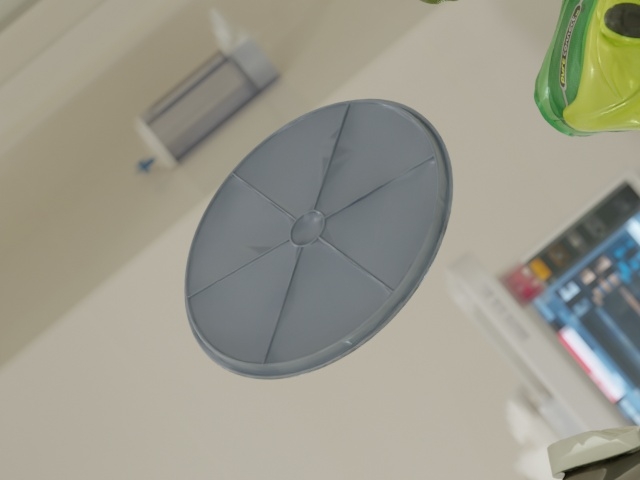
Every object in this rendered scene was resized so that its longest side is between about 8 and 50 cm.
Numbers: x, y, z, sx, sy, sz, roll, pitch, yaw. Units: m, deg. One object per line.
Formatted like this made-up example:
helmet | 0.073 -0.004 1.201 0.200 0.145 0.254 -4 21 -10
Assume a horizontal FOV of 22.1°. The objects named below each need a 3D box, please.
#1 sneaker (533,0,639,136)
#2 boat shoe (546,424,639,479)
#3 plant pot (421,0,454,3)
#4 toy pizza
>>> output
sneaker | 0.190 -0.171 0.858 0.109 0.295 0.123 43 151 -15
boat shoe | 0.214 0.139 0.906 0.305 0.109 0.091 136 128 -71
plant pot | 0.068 -0.186 0.977 0.083 0.083 0.079 49 170 49
toy pizza | 0.000 0.000 1.029 0.032 0.201 0.201 42 -175 -42
